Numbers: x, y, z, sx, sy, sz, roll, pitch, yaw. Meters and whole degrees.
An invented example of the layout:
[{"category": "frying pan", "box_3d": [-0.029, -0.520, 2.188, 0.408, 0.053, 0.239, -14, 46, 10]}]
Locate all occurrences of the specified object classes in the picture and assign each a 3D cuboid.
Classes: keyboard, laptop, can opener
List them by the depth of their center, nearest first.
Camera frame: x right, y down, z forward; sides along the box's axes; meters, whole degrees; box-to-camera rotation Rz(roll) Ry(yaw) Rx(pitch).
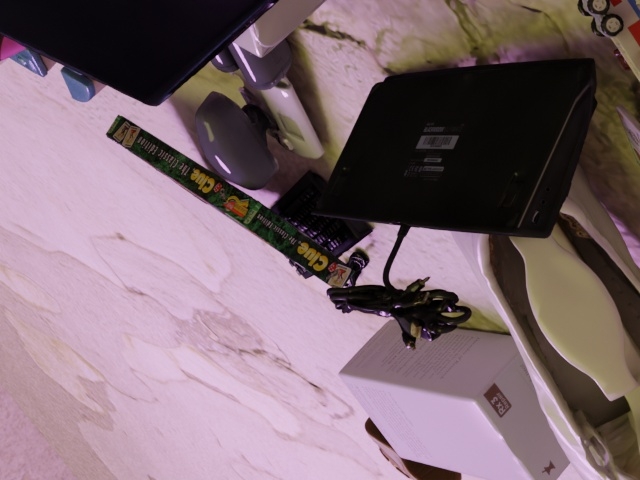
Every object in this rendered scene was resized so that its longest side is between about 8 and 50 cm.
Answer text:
[{"category": "laptop", "box_3d": [-0.202, -0.309, 1.065, 0.382, 0.236, 0.408, -26, 76, 65]}, {"category": "keyboard", "box_3d": [0.072, -0.025, 1.136, 0.033, 0.201, 0.317, 28, 173, -21]}, {"category": "can opener", "box_3d": [-0.073, -0.136, 1.347, 0.076, 0.095, 0.283, 28, 162, 31]}, {"category": "keyboard", "box_3d": [0.000, 0.000, 1.580, 0.108, 0.023, 0.180, 46, 160, -2]}]

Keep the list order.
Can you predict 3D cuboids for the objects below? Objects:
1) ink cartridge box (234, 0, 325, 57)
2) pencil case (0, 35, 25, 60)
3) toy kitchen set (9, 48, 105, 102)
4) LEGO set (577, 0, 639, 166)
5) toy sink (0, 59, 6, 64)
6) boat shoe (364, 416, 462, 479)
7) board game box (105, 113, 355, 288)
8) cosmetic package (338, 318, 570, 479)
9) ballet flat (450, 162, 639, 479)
[{"category": "ink cartridge box", "box_3d": [-0.116, -0.275, 1.148, 0.278, 0.117, 0.201, 32, 155, 33]}, {"category": "pencil case", "box_3d": [-0.228, -0.209, 1.353, 0.098, 0.209, 0.095, 43, 157, 39]}, {"category": "toy kitchen set", "box_3d": [-0.285, -0.219, 1.566, 0.166, 0.122, 0.207, 31, 155, 33]}, {"category": "LEGO set", "box_3d": [0.222, -0.058, 0.964, 0.182, 0.060, 0.244, 56, -178, 36]}, {"category": "toy sink", "box_3d": [-0.406, -0.248, 1.702, 0.131, 0.153, 0.234, 37, 157, 20]}, {"category": "boat shoe", "box_3d": [0.102, 0.227, 1.780, 0.135, 0.050, 0.045, 41, 165, 41]}, {"category": "board game box", "box_3d": [-0.087, -0.037, 1.557, 0.136, 0.030, 0.260, 32, 180, -39]}, {"category": "cosmetic package", "box_3d": [0.127, 0.144, 1.525, 0.117, 0.085, 0.231, 54, 156, -22]}, {"category": "ballet flat", "box_3d": [0.212, 0.103, 1.181, 0.400, 0.139, 0.139, 55, 158, -16]}]
